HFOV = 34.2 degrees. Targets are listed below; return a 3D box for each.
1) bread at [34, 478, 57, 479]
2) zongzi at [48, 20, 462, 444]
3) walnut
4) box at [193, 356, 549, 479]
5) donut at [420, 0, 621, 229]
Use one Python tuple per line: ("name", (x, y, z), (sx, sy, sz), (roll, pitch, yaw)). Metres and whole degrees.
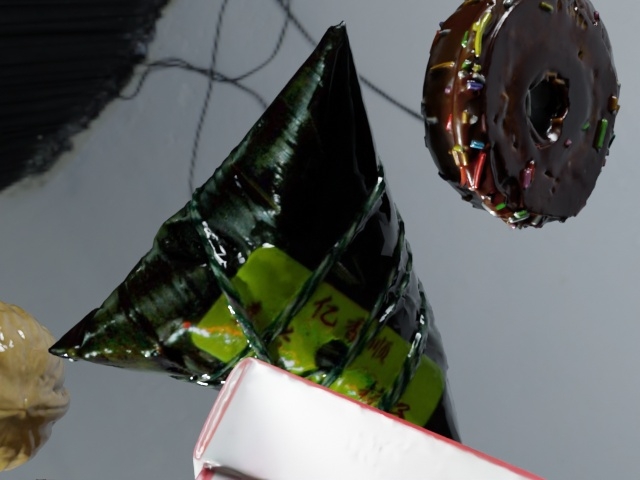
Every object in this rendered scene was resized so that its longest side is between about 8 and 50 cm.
("bread", (-0.346, 0.332, 1.198), (0.269, 0.139, 0.095), (-24, 44, 43))
("zongzi", (0.000, 0.000, 0.961), (0.362, 0.383, 0.319), (-56, 41, 13))
("walnut", (-0.381, 0.162, 1.166), (0.213, 0.213, 0.213), (13, 109, 40))
("box", (0.029, 0.317, 0.667), (0.314, 0.300, 0.312), (21, 146, 12))
("donut", (0.179, -0.127, 0.947), (0.089, 0.235, 0.235), (11, 108, 47))
